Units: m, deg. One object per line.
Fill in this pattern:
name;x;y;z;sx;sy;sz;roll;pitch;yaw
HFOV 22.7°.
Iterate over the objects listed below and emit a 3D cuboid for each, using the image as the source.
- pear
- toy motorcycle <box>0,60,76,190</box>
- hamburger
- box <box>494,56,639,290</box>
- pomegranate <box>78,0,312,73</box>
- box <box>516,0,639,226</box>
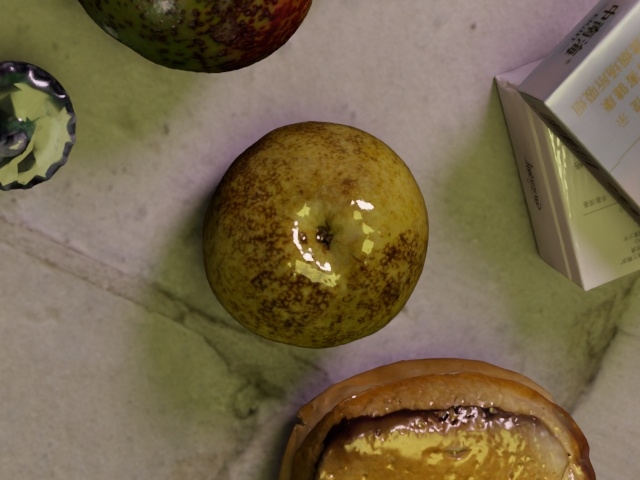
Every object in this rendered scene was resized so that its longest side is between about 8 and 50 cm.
pear;0.000;0.000;1.349;0.197;0.197;0.197;-6;110;-17
toy motorcycle;-0.360;-0.090;1.221;0.327;0.143;0.188;21;100;-16
hamburger;0.098;0.257;1.474;0.284;0.174;0.305;5;106;-18
box;0.312;-0.096;1.463;0.260;0.111;0.195;-21;112;-12
pomegranate;-0.082;-0.252;1.217;0.214;0.214;0.248;32;108;-25
box;0.303;-0.096;1.364;0.155;0.067;0.243;-47;112;2
